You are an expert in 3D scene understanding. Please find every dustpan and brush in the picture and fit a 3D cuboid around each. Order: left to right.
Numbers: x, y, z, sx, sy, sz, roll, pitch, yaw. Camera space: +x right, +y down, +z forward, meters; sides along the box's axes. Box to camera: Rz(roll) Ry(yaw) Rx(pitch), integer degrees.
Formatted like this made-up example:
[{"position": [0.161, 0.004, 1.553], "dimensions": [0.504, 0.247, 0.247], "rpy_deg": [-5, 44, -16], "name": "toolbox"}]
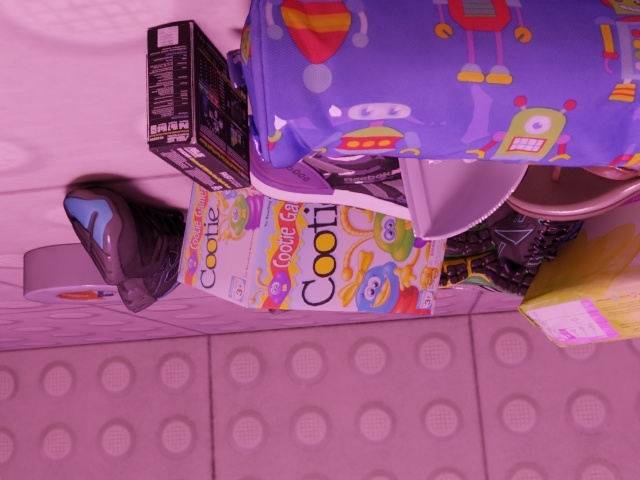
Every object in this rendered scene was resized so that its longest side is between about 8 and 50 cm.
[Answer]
[{"position": [0.159, -0.100, 0.639], "dimensions": [0.211, 0.147, 0.060], "rpy_deg": [-28, -156, -36], "name": "dustpan and brush"}]

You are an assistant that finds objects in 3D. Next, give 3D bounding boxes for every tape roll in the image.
[{"position": [-0.395, 0.062, 1.271], "dimensions": [0.219, 0.072, 0.219], "rpy_deg": [-4, 168, -1], "name": "tape roll"}]

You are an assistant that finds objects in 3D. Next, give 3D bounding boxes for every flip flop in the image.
[{"position": [0.308, -0.093, 0.721], "dimensions": [0.277, 0.112, 0.080], "rpy_deg": [-10, 141, 36], "name": "flip flop"}]

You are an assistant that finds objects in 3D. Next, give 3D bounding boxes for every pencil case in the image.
[{"position": [0.092, -0.106, 0.504], "dimensions": [0.306, 0.119, 0.133], "rpy_deg": [-2, 139, -8], "name": "pencil case"}]

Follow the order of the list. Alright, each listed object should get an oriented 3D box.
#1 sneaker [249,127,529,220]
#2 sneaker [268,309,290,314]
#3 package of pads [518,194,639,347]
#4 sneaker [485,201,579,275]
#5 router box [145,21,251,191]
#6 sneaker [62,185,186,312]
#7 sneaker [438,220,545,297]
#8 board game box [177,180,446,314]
[{"position": [0.077, -0.083, 0.670], "dimensions": [0.283, 0.107, 0.124], "rpy_deg": [0, 162, -15], "name": "sneaker"}, {"position": [-0.060, 0.042, 1.150], "dimensions": [0.087, 0.130, 0.227], "rpy_deg": [-7, 166, 4], "name": "sneaker"}, {"position": [0.423, 0.022, 0.976], "dimensions": [0.101, 0.229, 0.296], "rpy_deg": [44, 150, -13], "name": "package of pads"}, {"position": [0.314, -0.023, 1.017], "dimensions": [0.101, 0.106, 0.267], "rpy_deg": [0, 166, -9], "name": "sneaker"}, {"position": [-0.090, -0.096, 0.566], "dimensions": [0.038, 0.092, 0.122], "rpy_deg": [-7, 167, 12], "name": "router box"}, {"position": [-0.236, -0.007, 0.975], "dimensions": [0.140, 0.125, 0.341], "rpy_deg": [-29, 170, -11], "name": "sneaker"}, {"position": [0.258, 0.022, 1.220], "dimensions": [0.344, 0.134, 0.146], "rpy_deg": [5, 176, -7], "name": "sneaker"}, {"position": [0.000, 0.000, 0.844], "dimensions": [0.275, 0.144, 0.142], "rpy_deg": [6, -175, -40], "name": "board game box"}]
